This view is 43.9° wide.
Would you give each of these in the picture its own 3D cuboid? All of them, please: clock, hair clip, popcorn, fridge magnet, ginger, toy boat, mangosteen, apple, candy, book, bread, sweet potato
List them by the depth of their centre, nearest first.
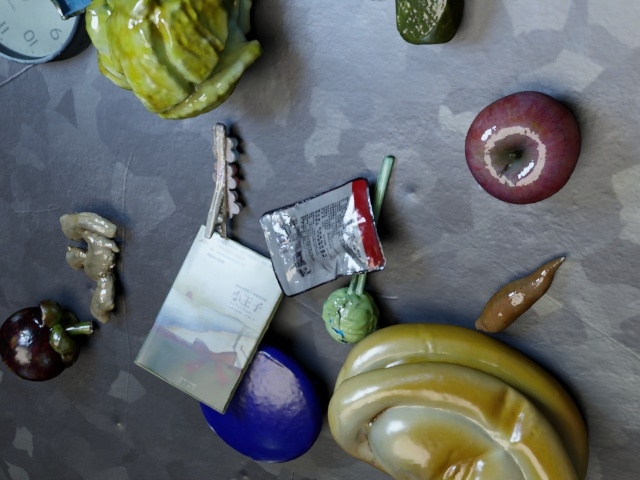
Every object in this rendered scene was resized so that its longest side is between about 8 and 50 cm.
[{"bbox_3d":[0.278,-0.128,1.084,0.153,0.120,0.153,8,112,21],"label":"apple"},{"bbox_3d":[-0.228,-0.321,1.200,0.276,0.276,0.225,-29,135,35],"label":"popcorn"},{"bbox_3d":[0.306,0.084,1.214,0.056,0.056,0.195,46,122,1],"label":"sweet potato"},{"bbox_3d":[-0.343,-0.415,1.253,0.185,0.077,0.075,-29,126,-3],"label":"toy boat"},{"bbox_3d":[0.208,0.325,1.263,0.424,0.245,0.329,28,124,7],"label":"bread"},{"bbox_3d":[0.074,0.020,1.298,0.093,0.092,0.336,44,128,50],"label":"candy"},{"bbox_3d":[-0.515,-0.463,1.364,0.325,0.067,0.325,11,119,22],"label":"clock"},{"bbox_3d":[-0.165,-0.100,1.373,0.062,0.056,0.214,24,115,34],"label":"hair clip"},{"bbox_3d":[-0.194,0.142,1.436,0.201,0.026,0.289,26,93,15],"label":"book"},{"bbox_3d":[-0.115,0.299,1.500,0.265,0.112,0.266,11,117,22],"label":"fridge magnet"},{"bbox_3d":[-0.458,0.046,1.592,0.149,0.065,0.259,27,130,28],"label":"ginger"},{"bbox_3d":[-0.593,0.207,1.688,0.172,0.172,0.184,35,99,8],"label":"mangosteen"}]

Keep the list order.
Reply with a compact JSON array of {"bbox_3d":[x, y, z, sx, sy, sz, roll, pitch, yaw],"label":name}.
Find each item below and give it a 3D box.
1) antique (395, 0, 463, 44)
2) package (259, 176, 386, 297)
[{"bbox_3d":[0.146,-0.372,1.056,0.080,0.081,0.221,7,117,27],"label":"antique"},{"bbox_3d":[0.000,0.000,1.307,0.239,0.030,0.154,-19,83,42],"label":"package"}]
